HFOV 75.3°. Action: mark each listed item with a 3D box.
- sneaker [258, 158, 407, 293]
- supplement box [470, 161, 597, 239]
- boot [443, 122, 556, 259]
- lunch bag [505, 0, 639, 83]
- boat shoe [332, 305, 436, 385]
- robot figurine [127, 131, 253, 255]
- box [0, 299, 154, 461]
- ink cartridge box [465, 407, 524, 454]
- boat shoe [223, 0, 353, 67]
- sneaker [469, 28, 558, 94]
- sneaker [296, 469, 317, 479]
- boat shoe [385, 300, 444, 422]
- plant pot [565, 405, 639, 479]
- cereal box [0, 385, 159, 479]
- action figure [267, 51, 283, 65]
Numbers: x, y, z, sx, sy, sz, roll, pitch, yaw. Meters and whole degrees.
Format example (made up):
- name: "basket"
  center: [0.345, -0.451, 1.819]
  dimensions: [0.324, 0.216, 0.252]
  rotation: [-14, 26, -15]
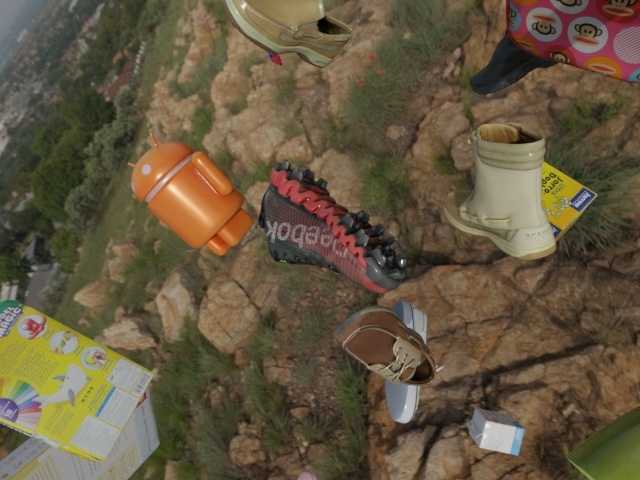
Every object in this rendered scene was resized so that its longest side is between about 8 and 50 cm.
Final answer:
- name: "sneaker"
  center: [0.000, 0.000, 0.587]
  dimensions: [0.276, 0.098, 0.135]
  rotation: [42, 108, 36]
- name: "supplement box"
  center: [0.759, -0.163, 1.526]
  dimensions: [0.195, 0.194, 0.356]
  rotation: [-41, 64, -12]
- name: "boot"
  center: [0.288, -0.102, 0.714]
  dimensions: [0.095, 0.203, 0.262]
  rotation: [-21, 25, -4]
- name: "lunch bag"
  center: [0.420, -0.374, 0.603]
  dimensions: [0.293, 0.258, 0.120]
  rotation: [37, 89, 32]
- name: "boat shoe"
  center: [0.150, 0.225, 0.844]
  dimensions: [0.123, 0.324, 0.116]
  rotation: [-49, 46, 13]
- name: "robot figurine"
  center: [-0.220, -0.074, 0.697]
  dimensions: [0.128, 0.219, 0.158]
  rotation: [-47, 15, -9]
- name: "box"
  center: [-0.288, 0.151, 0.445]
  dimensions: [0.043, 0.179, 0.105]
  rotation: [-29, 30, 43]
- name: "ink cartridge box"
  center: [0.547, 0.602, 1.315]
  dimensions: [0.092, 0.143, 0.089]
  rotation: [-122, 45, -86]
- name: "boat shoe"
  center: [-0.027, -0.264, 0.490]
  dimensions: [0.072, 0.190, 0.068]
  rotation: [-24, 86, 36]
- name: "sneaker"
  center: [0.448, -0.431, 0.932]
  dimensions: [0.109, 0.130, 0.286]
  rotation: [-40, 13, -26]
- name: "sneaker"
  center: [-0.047, 0.455, 0.694]
  dimensions: [0.051, 0.070, 0.134]
  rotation: [-21, 46, 42]
- name: "boat shoe"
  center: [0.287, 0.361, 1.229]
  dimensions: [0.135, 0.157, 0.367]
  rotation: [121, 164, -44]
- name: "plant pot"
  center: [0.849, 0.553, 1.055]
  dimensions: [0.293, 0.275, 0.275]
  rotation: [-48, 43, -2]
- name: "cereal box"
  center: [-0.350, 0.326, 0.620]
  dimensions: [0.047, 0.240, 0.172]
  rotation: [8, 112, 20]
- name: "action figure"
  center: [-0.121, -0.464, 1.013]
  dimensions: [0.038, 0.115, 0.030]
  rotation: [34, 91, 25]
